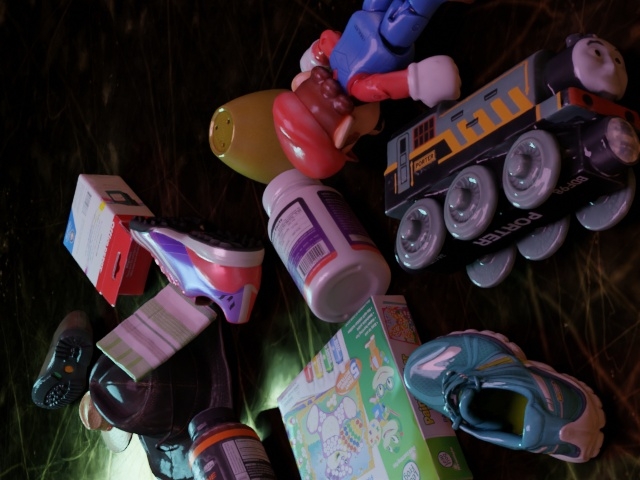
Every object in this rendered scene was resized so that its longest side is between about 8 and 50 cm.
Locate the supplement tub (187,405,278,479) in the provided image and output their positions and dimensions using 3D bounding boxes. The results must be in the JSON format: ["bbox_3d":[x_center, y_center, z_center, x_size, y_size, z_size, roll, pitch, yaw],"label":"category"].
[{"bbox_3d":[-0.115,0.319,1.793,0.106,0.106,0.198,-61,42,33],"label":"supplement tub"}]

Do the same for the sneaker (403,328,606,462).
[{"bbox_3d":[0.170,0.155,1.382,0.275,0.110,0.107,14,99,56],"label":"sneaker"}]

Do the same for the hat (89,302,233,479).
[{"bbox_3d":[-0.263,0.220,1.999,0.331,0.134,0.331,-5,84,55],"label":"hat"}]

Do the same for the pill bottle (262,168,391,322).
[{"bbox_3d":[0.000,0.000,1.648,0.193,0.108,0.108,59,133,41],"label":"pill bottle"}]

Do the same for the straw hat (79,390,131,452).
[{"bbox_3d":[-0.364,0.279,2.205,0.144,0.061,0.144,-8,81,55],"label":"straw hat"}]

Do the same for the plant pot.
[{"bbox_3d":[-0.094,-0.143,1.810,0.134,0.095,0.134,-5,84,56],"label":"plant pot"}]

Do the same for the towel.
[{"bbox_3d":[-0.237,0.128,1.927,0.113,0.152,0.023,32,152,42],"label":"towel"}]

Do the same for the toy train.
[{"bbox_3d":[0.187,-0.078,1.363,0.334,0.142,0.190,-32,51,50],"label":"toy train"}]

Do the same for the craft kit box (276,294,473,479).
[{"bbox_3d":[0.056,0.234,1.597,0.250,0.061,0.247,-51,50,41],"label":"craft kit box"}]

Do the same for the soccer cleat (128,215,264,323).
[{"bbox_3d":[-0.190,0.032,1.935,0.318,0.108,0.116,17,105,53],"label":"soccer cleat"}]

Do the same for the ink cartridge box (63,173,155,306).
[{"bbox_3d":[-0.332,-0.001,2.165,0.231,0.078,0.134,44,123,48],"label":"ink cartridge box"}]

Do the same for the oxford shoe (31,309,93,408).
[{"bbox_3d":[-0.442,0.209,2.328,0.227,0.083,0.096,-57,25,36],"label":"oxford shoe"}]

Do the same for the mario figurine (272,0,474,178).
[{"bbox_3d":[0.070,-0.205,1.589,0.320,0.170,0.198,-54,9,24],"label":"mario figurine"}]
